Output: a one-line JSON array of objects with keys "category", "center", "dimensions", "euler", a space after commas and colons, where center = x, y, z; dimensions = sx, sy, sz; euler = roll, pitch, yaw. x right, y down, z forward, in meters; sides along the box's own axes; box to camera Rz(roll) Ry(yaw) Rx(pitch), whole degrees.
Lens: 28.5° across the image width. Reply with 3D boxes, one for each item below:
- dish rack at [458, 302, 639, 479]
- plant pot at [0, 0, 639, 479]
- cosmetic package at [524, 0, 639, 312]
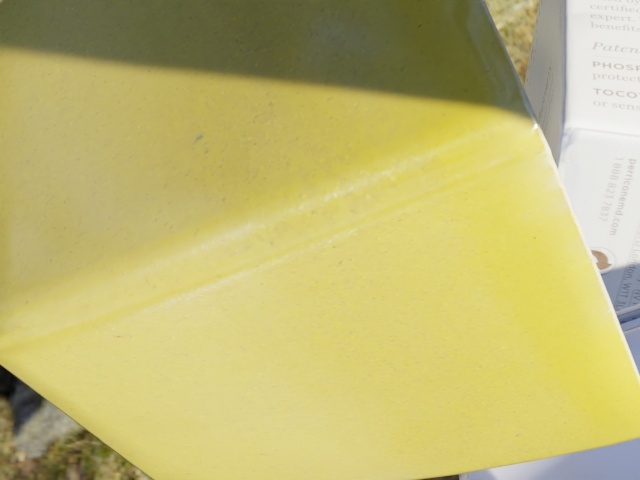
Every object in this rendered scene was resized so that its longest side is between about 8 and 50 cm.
[{"category": "dish rack", "center": [0.226, 0.184, 0.914], "dimensions": [0.333, 0.072, 0.285], "euler": [-26, 64, 42]}, {"category": "plant pot", "center": [-0.015, -0.023, 0.472], "dimensions": [0.187, 0.212, 0.212], "euler": [-23, 53, 10]}, {"category": "cosmetic package", "center": [0.379, -0.089, 1.282], "dimensions": [0.328, 0.329, 0.393], "euler": [6, 43, 4]}]
